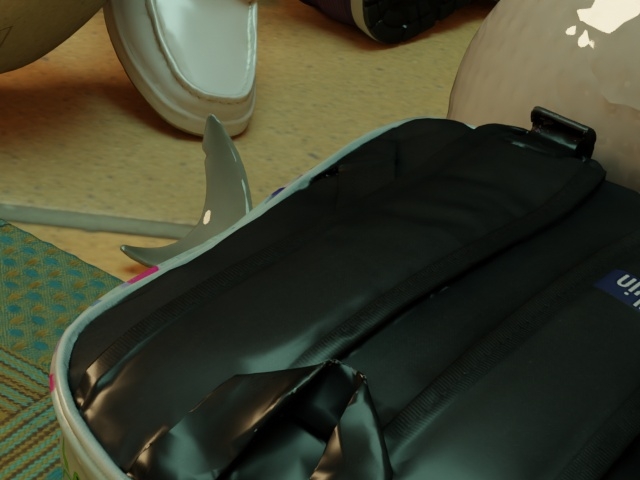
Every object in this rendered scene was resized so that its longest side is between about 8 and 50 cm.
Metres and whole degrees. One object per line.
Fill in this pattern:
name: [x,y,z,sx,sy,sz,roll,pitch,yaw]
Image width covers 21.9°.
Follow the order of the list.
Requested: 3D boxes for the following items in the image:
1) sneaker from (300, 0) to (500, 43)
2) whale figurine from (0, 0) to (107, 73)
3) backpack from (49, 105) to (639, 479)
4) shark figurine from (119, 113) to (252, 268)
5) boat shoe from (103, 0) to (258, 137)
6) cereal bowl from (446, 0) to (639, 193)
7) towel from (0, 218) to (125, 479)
sneaker: [0.087,-0.241,1.313,0.124,0.107,0.283,25,31,37]
whale figurine: [-0.231,-0.169,0.969,0.272,0.216,0.141,-32,84,-36]
backpack: [0.036,0.084,0.531,0.225,0.191,0.253,29,32,26]
shark figurine: [0.010,0.004,0.803,0.166,0.116,0.278,27,1,-14]
boat shoe: [-0.085,-0.197,1.086,0.098,0.096,0.277,6,55,-30]
cereal bowl: [0.210,0.012,0.690,0.339,0.339,0.141,11,56,2]
towel: [-0.148,0.083,0.715,0.370,0.040,0.271,23,31,26]
